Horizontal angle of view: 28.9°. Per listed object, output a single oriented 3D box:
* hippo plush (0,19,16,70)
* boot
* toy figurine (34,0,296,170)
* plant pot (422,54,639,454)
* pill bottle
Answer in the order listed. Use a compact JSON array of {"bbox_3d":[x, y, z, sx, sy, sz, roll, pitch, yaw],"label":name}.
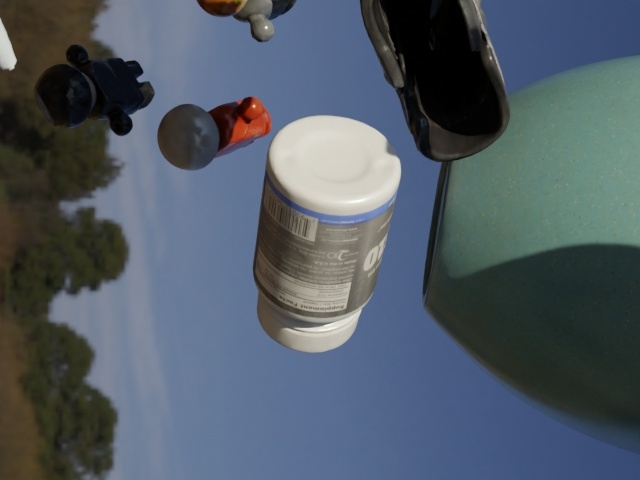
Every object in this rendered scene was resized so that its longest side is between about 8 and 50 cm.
[{"bbox_3d":[-0.211,-0.261,0.647,0.294,0.234,0.236,-69,-158,3],"label":"hippo plush"},{"bbox_3d":[0.030,-0.221,0.740,0.338,0.118,0.222,50,21,-40],"label":"boot"},{"bbox_3d":[-0.144,-0.182,1.147,0.148,0.213,0.209,-24,133,-62],"label":"toy figurine"},{"bbox_3d":[0.178,-0.001,0.881,0.290,0.196,0.290,9,90,-88],"label":"plant pot"},{"bbox_3d":[0.000,0.000,0.744,0.137,0.078,0.078,100,-17,-45],"label":"pill bottle"}]
